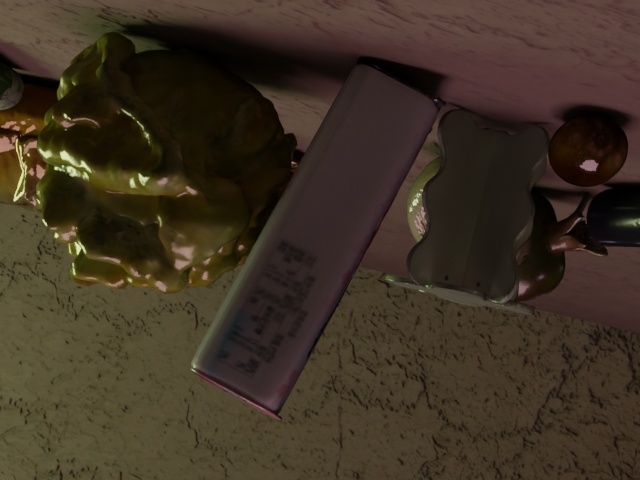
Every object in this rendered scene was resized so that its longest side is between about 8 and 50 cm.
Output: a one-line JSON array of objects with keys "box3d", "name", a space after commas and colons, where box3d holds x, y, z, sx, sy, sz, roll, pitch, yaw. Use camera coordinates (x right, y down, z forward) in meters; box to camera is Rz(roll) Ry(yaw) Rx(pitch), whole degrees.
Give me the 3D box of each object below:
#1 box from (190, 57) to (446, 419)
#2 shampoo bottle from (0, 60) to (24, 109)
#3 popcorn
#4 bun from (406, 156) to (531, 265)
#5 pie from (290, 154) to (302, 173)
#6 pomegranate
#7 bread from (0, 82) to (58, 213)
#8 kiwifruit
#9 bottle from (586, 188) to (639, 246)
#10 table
[{"box3d": [0.000, 0.000, 1.634, 0.112, 0.369, 0.190, 29, 174, 1], "name": "box"}, {"box3d": [-0.441, -0.220, 2.024, 0.065, 0.065, 0.204, 12, 174, 11], "name": "shampoo bottle"}, {"box3d": [-0.174, -0.070, 1.729, 0.312, 0.312, 0.312, 13, 174, 1], "name": "popcorn"}, {"box3d": [0.195, -0.034, 1.992, 0.167, 0.113, 0.173, 19, 133, 17], "name": "bun"}, {"box3d": [-0.071, -0.117, 2.294, 0.170, 0.034, 0.092, 17, 178, 27], "name": "pie"}, {"box3d": [0.286, -0.003, 2.092, 0.191, 0.152, 0.131, -20, -170, 37], "name": "pomegranate"}, {"box3d": [-0.373, -0.135, 2.236, 0.389, 0.183, 0.236, 7, -170, 2], "name": "bread"}, {"box3d": [0.271, -0.091, 1.607, 0.075, 0.075, 0.124, 14, 178, -3], "name": "kiwifruit"}, {"box3d": [0.421, -0.027, 1.868, 0.082, 0.072, 0.244, -24, -167, -26], "name": "bottle"}, {"box3d": [0.174, -0.033, 1.734, 0.167, 0.198, 0.166, 13, 175, 1], "name": "table"}]
